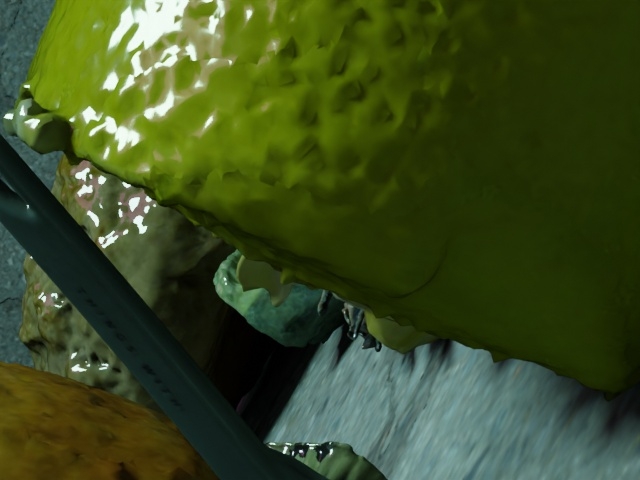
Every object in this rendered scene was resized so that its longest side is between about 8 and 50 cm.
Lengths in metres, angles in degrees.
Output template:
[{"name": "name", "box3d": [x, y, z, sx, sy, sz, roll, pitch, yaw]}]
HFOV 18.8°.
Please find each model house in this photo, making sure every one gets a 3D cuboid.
[{"name": "model house", "box3d": [0.000, 0.000, 0.923, 0.083, 0.066, 0.079, -55, -10, 23]}]

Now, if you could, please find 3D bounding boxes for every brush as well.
[{"name": "brush", "box3d": [-0.058, 0.016, 0.569, 0.062, 0.266, 0.027, -9, 39, 45]}]

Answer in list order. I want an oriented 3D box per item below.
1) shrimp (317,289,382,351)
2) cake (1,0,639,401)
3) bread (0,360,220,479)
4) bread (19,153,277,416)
[{"name": "shrimp", "box3d": [0.023, -0.011, 0.785, 0.233, 0.079, 0.090, -93, 27, -67]}, {"name": "cake", "box3d": [0.013, -0.055, 0.542, 0.260, 0.179, 0.156, -131, 60, -84]}, {"name": "bread", "box3d": [-0.143, 0.195, 0.740, 0.312, 0.172, 0.312, -57, 7, 10]}, {"name": "bread", "box3d": [-0.081, 0.005, 1.056, 0.230, 0.123, 0.230, -59, -14, -24]}]
